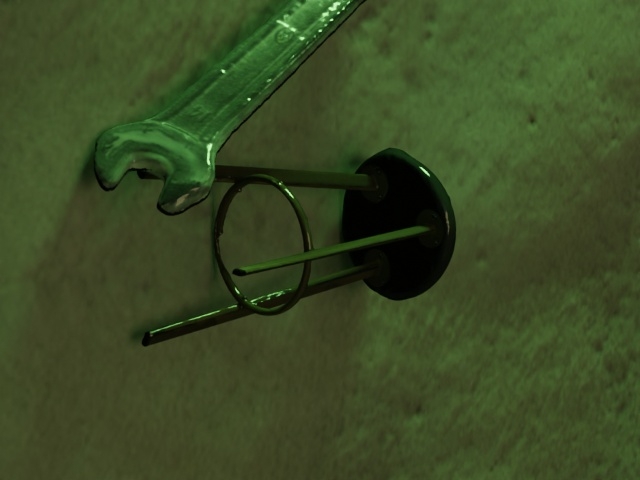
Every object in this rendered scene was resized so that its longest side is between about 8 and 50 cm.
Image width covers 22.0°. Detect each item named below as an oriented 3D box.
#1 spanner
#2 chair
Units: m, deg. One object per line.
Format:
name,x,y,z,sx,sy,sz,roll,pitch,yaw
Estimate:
spanner,-0.022,-0.115,0.957,0.302,0.071,0.017,-48,161,-34
chair,-0.001,0.000,0.965,0.222,0.095,0.104,-10,105,-47
